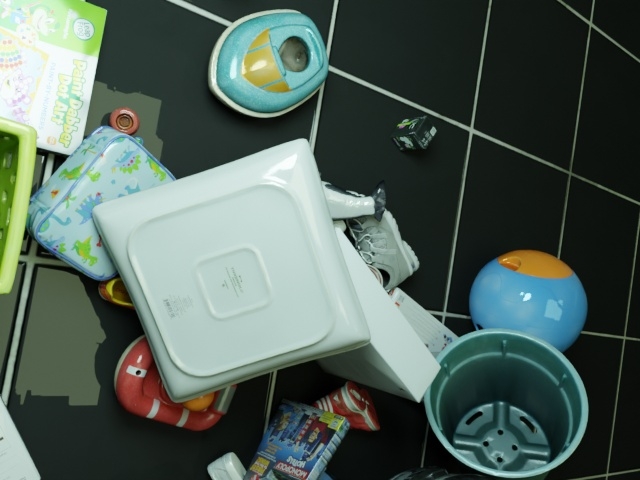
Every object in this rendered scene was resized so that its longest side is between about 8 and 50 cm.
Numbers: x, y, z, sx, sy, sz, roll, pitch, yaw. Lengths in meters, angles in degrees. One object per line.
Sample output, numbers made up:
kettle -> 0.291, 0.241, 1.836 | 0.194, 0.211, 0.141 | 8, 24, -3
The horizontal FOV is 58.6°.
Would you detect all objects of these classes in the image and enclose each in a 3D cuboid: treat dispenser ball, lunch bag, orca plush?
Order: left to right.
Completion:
lunch bag -> -0.346, -0.055, 0.918 | 0.218, 0.090, 0.176 | -55, 139, -12
orca plush -> -0.011, -0.106, 1.172 | 0.288, 0.102, 0.151 | -8, 130, -7
treat dispenser ball -> 0.533, 0.167, 1.478 | 0.288, 0.288, 0.287 | -2, 94, -36

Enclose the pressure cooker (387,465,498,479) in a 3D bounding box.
pressure cooker -> 0.259, 0.703, 1.245 | 0.370, 0.420, 0.375 | 21, 65, -5

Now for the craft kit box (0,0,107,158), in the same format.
craft kit box -> -0.473, -0.272, 0.861 | 0.247, 0.061, 0.249 | 11, 86, -39

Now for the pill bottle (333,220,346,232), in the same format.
pill bottle -> 0.000, 0.000, 1.214 | 0.120, 0.067, 0.067 | -48, 118, -24

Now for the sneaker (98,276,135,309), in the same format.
sneaker -> -0.299, 0.105, 1.002 | 0.175, 0.068, 0.064 | 16, 82, -37

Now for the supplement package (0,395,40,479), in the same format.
supplement package -> -0.536, 0.222, 0.764 | 0.175, 0.178, 0.292 | -27, 107, -32

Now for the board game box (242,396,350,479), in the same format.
board game box -> -0.054, 0.418, 1.109 | 0.194, 0.194, 0.060 | -52, 121, -28

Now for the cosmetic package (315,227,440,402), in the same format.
cosmetic package -> 0.021, 0.137, 1.104 | 0.097, 0.285, 0.377 | -49, 119, -23

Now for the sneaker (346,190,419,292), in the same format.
sneaker -> 0.117, 0.005, 1.278 | 0.115, 0.105, 0.281 | -49, 116, -17

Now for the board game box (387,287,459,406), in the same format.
board game box -> 0.227, 0.270, 1.404 | 0.305, 0.053, 0.192 | 39, 71, -31

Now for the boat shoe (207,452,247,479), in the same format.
boat shoe -> -0.166, 0.505, 1.129 | 0.063, 0.066, 0.184 | -23, 114, 1

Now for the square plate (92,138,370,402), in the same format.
square plate -> -0.130, 0.062, 0.871 | 0.345, 0.049, 0.346 | -18, 103, 2

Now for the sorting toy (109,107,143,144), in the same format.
sorting toy -> -0.337, -0.176, 0.980 | 0.061, 0.042, 0.101 | 14, 96, -21

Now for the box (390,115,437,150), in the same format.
box -> 0.220, -0.252, 1.350 | 0.052, 0.083, 0.062 | 47, 66, -30

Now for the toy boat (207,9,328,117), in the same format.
toy boat -> -0.114, -0.390, 1.058 | 0.268, 0.148, 0.318 | -37, 114, -29

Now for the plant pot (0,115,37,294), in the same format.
plant pot -> -0.522, -0.057, 0.741 | 0.228, 0.207, 0.226 | 10, 86, -36

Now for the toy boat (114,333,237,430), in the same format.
toy boat -> -0.239, 0.255, 1.001 | 0.231, 0.151, 0.150 | 29, 75, -34

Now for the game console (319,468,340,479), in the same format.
game console -> 0.006, 0.566, 1.239 | 0.124, 0.085, 0.144 | -51, 120, -23

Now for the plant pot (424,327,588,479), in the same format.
plant pot -> 0.435, 0.443, 1.371 | 0.341, 0.341, 0.334 | -49, 145, -24

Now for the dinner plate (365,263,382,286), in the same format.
dinner plate -> 0.074, 0.110, 1.280 | 0.141, 0.017, 0.141 | -11, 122, -18

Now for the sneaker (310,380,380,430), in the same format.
sneaker -> 0.047, 0.387, 1.279 | 0.128, 0.087, 0.221 | -23, 138, 9
